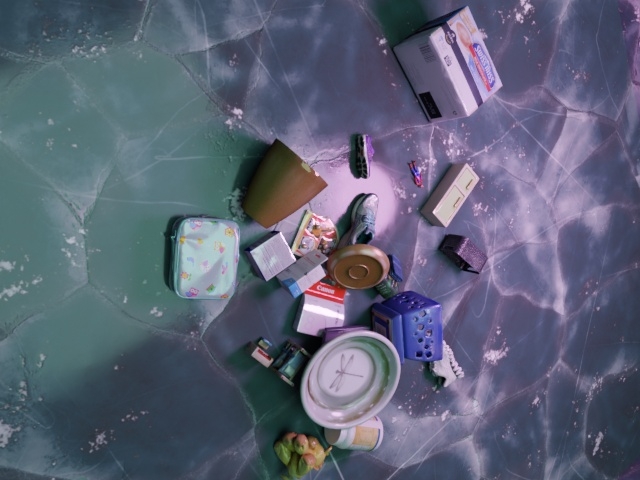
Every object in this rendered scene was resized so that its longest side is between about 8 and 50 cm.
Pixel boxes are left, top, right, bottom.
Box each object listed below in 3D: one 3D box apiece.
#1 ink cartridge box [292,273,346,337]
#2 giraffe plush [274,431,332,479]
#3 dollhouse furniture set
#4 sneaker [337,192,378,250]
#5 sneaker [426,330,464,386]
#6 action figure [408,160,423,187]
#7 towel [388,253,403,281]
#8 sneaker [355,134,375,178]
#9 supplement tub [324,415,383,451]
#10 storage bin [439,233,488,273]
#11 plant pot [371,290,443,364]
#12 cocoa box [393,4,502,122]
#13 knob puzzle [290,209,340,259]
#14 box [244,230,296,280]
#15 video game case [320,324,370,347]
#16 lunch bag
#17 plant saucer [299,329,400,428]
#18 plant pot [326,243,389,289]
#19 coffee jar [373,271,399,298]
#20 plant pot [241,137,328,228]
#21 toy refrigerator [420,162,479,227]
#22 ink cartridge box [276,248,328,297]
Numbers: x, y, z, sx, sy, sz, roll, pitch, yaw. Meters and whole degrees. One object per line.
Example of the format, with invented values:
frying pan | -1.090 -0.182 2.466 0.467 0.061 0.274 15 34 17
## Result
ink cartridge box | 0.012 0.249 1.934 0.189 0.066 0.233 18 91 -28
giraffe plush | -0.049 0.809 1.918 0.170 0.181 0.211 -8 89 -48
dollhouse furniture set | -0.147 0.407 1.825 0.183 0.129 0.129 44 76 -24
sneaker | 0.174 -0.050 1.940 0.110 0.122 0.283 28 77 -29
sneaker | 0.516 0.517 2.204 0.118 0.110 0.292 -36 110 -10
action figure | 0.399 -0.269 2.093 0.038 0.030 0.115 -34 112 -26
towel | 0.302 0.112 2.044 0.029 0.120 0.067 -34 119 24
sneaker | 0.181 -0.321 1.953 0.071 0.068 0.170 -5 97 -33
supplement tub | 0.130 0.747 1.999 0.199 0.144 0.145 18 87 -28
storage bin | 0.617 0.058 2.189 0.180 0.122 0.084 37 79 -26
plant pot | 0.334 0.350 2.020 0.212 0.236 0.236 -9 101 -19
cocoa box | 0.498 -0.676 1.983 0.228 0.231 0.347 -41 113 -19
knob puzzle | 0.000 0.000 1.913 0.213 0.030 0.213 -3 97 -28
box | -0.179 0.053 1.801 0.137 0.072 0.126 -34 110 -21
video game case | 0.081 0.459 1.974 0.196 0.026 0.275 1 110 -28
lunch bag | -0.387 0.052 1.673 0.223 0.108 0.280 3 93 -25
plant saucer | 0.101 0.499 1.882 0.400 0.100 0.401 -7 109 -19
plant pot | 0.141 0.109 1.897 0.236 0.032 0.236 0 134 1
coffee jar | 0.230 0.142 2.011 0.184 0.079 0.096 44 40 -25
plant pot | -0.142 -0.171 1.727 0.237 0.237 0.254 40 92 -25
toy refrigerator | 0.548 -0.191 2.141 0.102 0.094 0.270 43 76 -24
ink cartridge box | -0.057 0.117 1.841 0.180 0.104 0.060 -35 125 -15
